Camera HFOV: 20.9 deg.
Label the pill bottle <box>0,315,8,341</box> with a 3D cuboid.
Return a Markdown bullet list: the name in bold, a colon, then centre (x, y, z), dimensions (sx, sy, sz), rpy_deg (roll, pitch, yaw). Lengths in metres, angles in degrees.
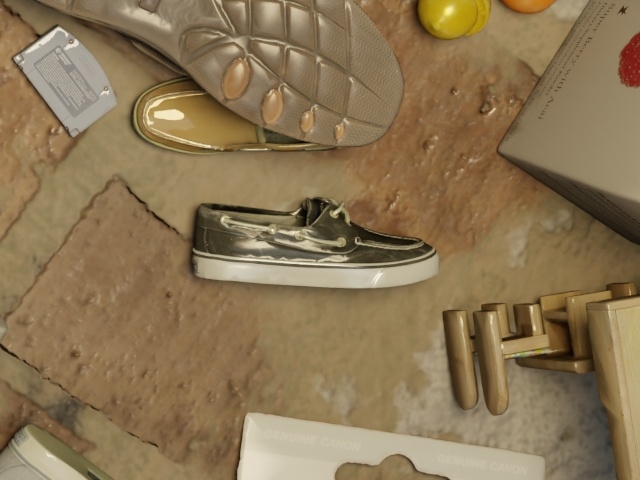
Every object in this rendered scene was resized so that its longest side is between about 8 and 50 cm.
- **pill bottle**: centre (-0.382, 0.156, 1.365), dimensions (0.169, 0.169, 0.301), rpy_deg (36, 90, -20)

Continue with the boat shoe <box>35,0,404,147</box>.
- **boat shoe**: centre (-0.092, -0.194, 1.395), dimensions (0.355, 0.130, 0.132), rpy_deg (30, 98, -13)

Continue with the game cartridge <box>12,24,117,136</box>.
- **game cartridge**: centre (-0.209, -0.134, 1.437), dimensions (0.056, 0.017, 0.083), rpy_deg (-36, 109, -3)

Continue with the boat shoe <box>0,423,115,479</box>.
- **boat shoe**: centre (-0.193, 0.255, 1.494), dimensions (0.227, 0.079, 0.081), rpy_deg (42, 94, -14)

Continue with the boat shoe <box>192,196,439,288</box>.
- **boat shoe**: centre (0.000, 0.000, 1.493), dimensions (0.219, 0.078, 0.070), rpy_deg (1, 102, -15)

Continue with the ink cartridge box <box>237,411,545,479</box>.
- **ink cartridge box**: centre (0.036, 0.369, 1.595), dimensions (0.308, 0.091, 0.385), rpy_deg (10, 81, -18)

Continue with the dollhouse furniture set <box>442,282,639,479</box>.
- **dollhouse furniture set**: centre (0.252, 0.125, 1.501), dimensions (0.212, 0.242, 0.161), rpy_deg (-9, 91, -15)

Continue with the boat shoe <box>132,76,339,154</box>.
- **boat shoe**: centre (-0.061, -0.103, 1.456), dimensions (0.190, 0.072, 0.068), rpy_deg (-2, 102, -16)

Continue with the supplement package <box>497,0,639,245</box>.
- **supplement package**: centre (0.310, -0.085, 1.453), dimensions (0.175, 0.293, 0.177), rpy_deg (32, 90, -20)

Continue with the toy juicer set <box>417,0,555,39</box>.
- **toy juicer set**: centre (0.098, -0.273, 1.440), dimensions (0.329, 0.089, 0.209), rpy_deg (-1, 123, -36)
